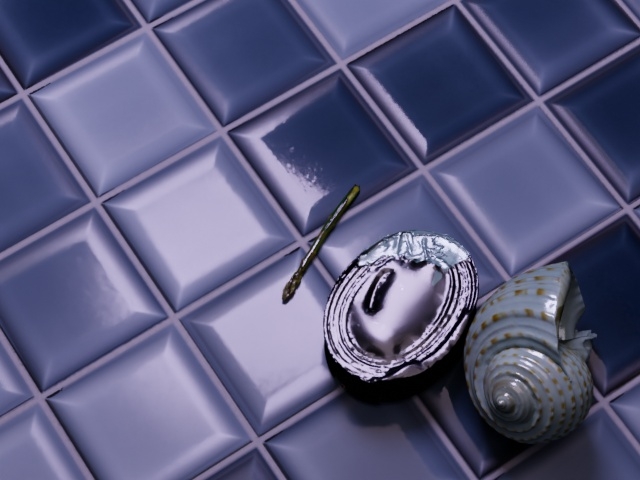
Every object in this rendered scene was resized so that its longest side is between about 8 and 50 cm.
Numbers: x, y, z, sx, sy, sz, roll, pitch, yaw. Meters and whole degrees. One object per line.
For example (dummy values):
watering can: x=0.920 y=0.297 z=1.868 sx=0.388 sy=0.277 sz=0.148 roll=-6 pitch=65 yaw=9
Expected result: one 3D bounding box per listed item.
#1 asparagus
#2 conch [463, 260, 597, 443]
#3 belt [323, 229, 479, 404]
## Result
asparagus: x=0.000 y=0.000 z=1.696 sx=0.016 sy=0.013 sz=0.166 roll=25 pitch=66 yaw=21
conch: x=0.214 y=0.118 z=1.582 sx=0.131 sy=0.200 sz=0.172 roll=-13 pitch=102 yaw=16
belt: x=0.086 y=0.076 z=1.629 sx=0.151 sy=0.078 sz=0.198 roll=36 pitch=70 yaw=18
